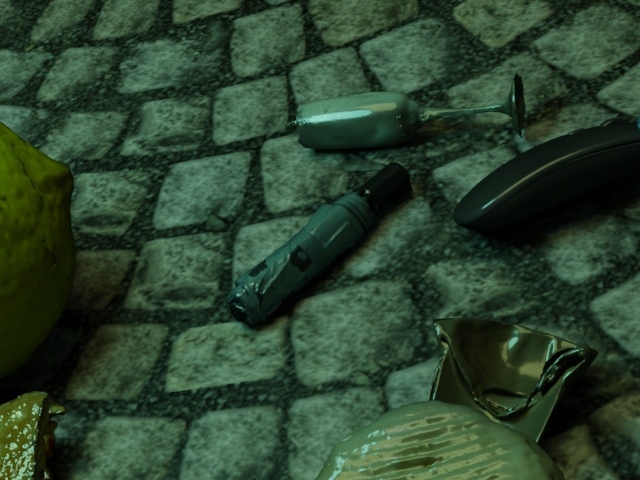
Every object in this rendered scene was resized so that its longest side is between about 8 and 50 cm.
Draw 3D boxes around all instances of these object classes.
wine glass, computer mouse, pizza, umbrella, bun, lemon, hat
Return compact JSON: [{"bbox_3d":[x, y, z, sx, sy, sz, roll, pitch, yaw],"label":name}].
[{"bbox_3d":[0.093,-0.135,2.097,0.262,0.074,0.074,-4,40,19],"label":"wine glass"},{"bbox_3d":[0.239,-0.073,1.936,0.232,0.057,0.120,-23,8,-3],"label":"computer mouse"},{"bbox_3d":[-0.295,0.247,1.803,0.188,0.062,0.199,-36,45,-1],"label":"pizza"},{"bbox_3d":[-0.001,-0.002,1.981,0.250,0.053,0.052,-41,41,-25],"label":"umbrella"},{"bbox_3d":[0.097,0.254,1.551,0.239,0.141,0.239,-10,50,12],"label":"bun"},{"bbox_3d":[-0.413,0.014,1.945,0.336,0.336,0.336,-12,38,10],"label":"lemon"},{"bbox_3d":[0.158,0.149,1.727,0.147,0.085,0.175,16,71,23],"label":"hat"}]

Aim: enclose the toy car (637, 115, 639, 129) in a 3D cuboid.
[{"bbox_3d":[0.417,-0.114,1.839,0.255,0.188,0.190,-30,5,-29],"label":"toy car"}]
